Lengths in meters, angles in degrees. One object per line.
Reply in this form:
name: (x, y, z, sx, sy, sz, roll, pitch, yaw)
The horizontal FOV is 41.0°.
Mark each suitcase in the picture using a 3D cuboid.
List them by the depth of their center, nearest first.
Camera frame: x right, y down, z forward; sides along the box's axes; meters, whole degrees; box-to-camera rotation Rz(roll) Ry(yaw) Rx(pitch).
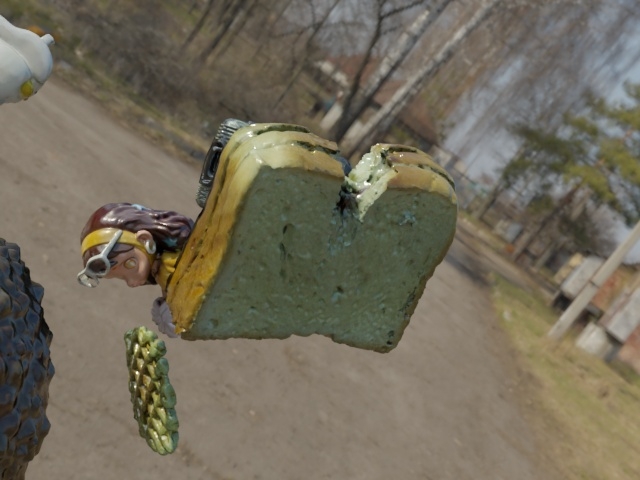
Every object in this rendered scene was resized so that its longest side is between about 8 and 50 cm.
suitcase: (-0.078, -0.104, 1.677, 0.312, 0.202, 0.128, 20, 3, 3)

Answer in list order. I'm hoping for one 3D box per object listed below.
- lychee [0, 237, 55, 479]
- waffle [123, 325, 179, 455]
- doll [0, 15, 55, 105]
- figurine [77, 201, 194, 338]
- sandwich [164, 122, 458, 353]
lychee: (-0.202, 0.065, 0.399, 0.171, 0.171, 0.171, 36, 8, -6)
waffle: (-0.242, 0.212, 1.219, 0.036, 0.184, 0.169, -11, 5, -28)
doll: (-0.469, -0.133, 1.018, 0.099, 0.384, 0.188, 50, -22, -20)
figurine: (-0.180, 0.034, 1.059, 0.240, 0.174, 0.116, 27, 55, -19)
sandwich: (0.001, 0.001, 0.916, 0.273, 0.249, 0.095, 7, 33, -28)
